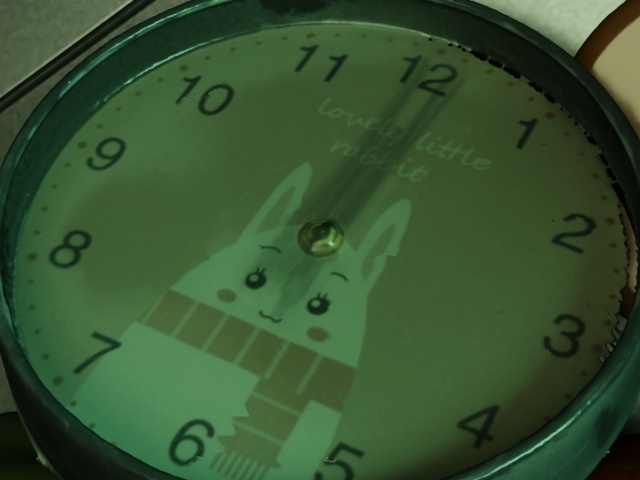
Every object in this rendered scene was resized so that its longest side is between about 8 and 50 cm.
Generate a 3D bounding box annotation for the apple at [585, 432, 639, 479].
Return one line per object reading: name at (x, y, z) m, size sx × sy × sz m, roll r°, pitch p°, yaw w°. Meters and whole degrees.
apple at (0.182, 0.225, 0.701) m, size 0.234 × 0.234 × 0.234 m, roll 2°, pitch 96°, yaw 18°

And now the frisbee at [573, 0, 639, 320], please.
frisbee at (0.262, -0.050, 0.756) m, size 0.251 × 0.021 × 0.250 m, roll 1°, pitch 95°, yaw 19°

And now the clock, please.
clock at (0.000, 0.000, 0.692) m, size 0.386 × 0.076 × 0.386 m, roll -2°, pitch 54°, yaw 2°

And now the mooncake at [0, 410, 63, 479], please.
mooncake at (-0.162, 0.265, 0.757) m, size 0.187 × 0.351 × 0.351 m, roll 4°, pitch 96°, yaw 20°
